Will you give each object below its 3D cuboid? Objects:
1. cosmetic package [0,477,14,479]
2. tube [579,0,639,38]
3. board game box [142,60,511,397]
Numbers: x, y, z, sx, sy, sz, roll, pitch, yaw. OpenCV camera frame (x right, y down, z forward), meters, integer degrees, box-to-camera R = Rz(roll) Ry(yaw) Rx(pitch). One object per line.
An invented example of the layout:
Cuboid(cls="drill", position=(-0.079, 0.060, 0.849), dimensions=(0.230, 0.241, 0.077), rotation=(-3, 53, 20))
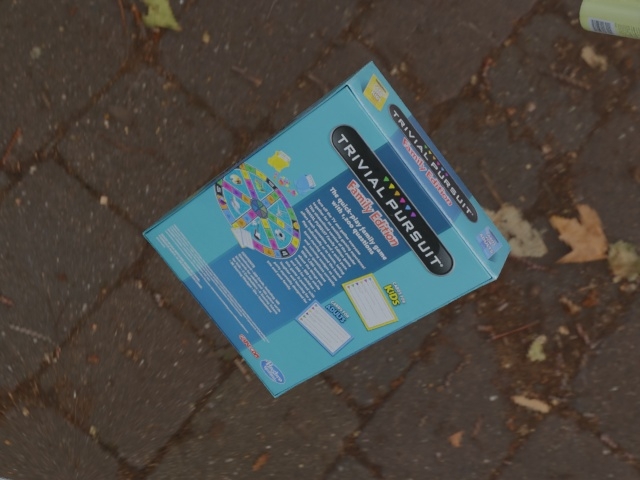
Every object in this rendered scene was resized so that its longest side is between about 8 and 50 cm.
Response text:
Cuboid(cls="cosmetic package", position=(-0.492, 0.397, 1.127), dimensions=(0.284, 0.097, 0.377), rotation=(18, 115, -14))
Cuboid(cls="tube", position=(0.482, -0.305, 1.467), dimensions=(0.070, 0.240, 0.062), rotation=(-37, 131, -28))
Cuboid(cls="board game box", position=(0.000, 0.000, 1.168), dimensions=(0.254, 0.336, 0.079), rotation=(52, 34, -8))
